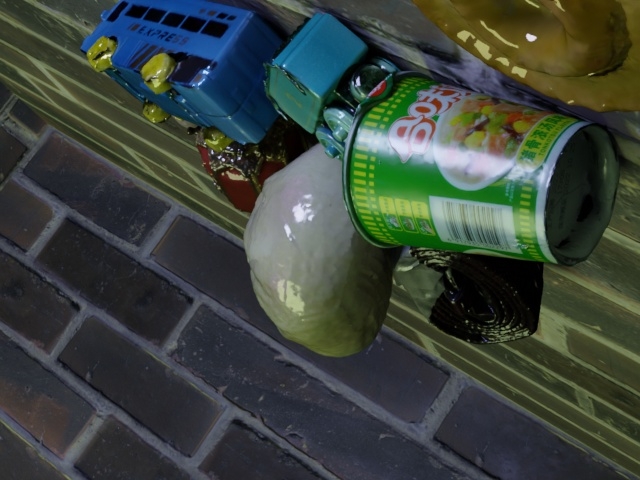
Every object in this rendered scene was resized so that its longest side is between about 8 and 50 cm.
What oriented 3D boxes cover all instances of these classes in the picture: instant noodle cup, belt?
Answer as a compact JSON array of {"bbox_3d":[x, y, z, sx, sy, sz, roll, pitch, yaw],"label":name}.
[{"bbox_3d":[0.171,-0.068,0.973,0.233,0.207,0.207,17,161,41],"label":"instant noodle cup"},{"bbox_3d":[0.216,0.025,1.346,0.184,0.164,0.289,-6,145,32],"label":"belt"}]

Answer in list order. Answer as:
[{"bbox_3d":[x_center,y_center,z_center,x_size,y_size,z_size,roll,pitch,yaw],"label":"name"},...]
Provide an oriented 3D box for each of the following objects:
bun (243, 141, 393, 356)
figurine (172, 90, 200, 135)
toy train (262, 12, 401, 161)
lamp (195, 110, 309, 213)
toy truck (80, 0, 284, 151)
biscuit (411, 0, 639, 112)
[{"bbox_3d":[0.000,0.000,1.363,0.213,0.361,0.361,5,163,13],"label":"bun"},{"bbox_3d":[-0.239,-0.264,1.608,0.229,0.112,0.137,36,-160,32],"label":"figurine"},{"bbox_3d":[0.017,-0.184,1.137,0.163,0.112,0.203,41,170,1],"label":"toy train"},{"bbox_3d":[-0.106,-0.145,1.529,0.177,0.177,0.274,32,170,17],"label":"lamp"},{"bbox_3d":[-0.196,-0.254,1.336,0.385,0.162,0.161,25,167,49],"label":"toy truck"},{"bbox_3d":[0.162,-0.189,0.655,0.296,0.102,0.296,31,169,6],"label":"biscuit"}]
